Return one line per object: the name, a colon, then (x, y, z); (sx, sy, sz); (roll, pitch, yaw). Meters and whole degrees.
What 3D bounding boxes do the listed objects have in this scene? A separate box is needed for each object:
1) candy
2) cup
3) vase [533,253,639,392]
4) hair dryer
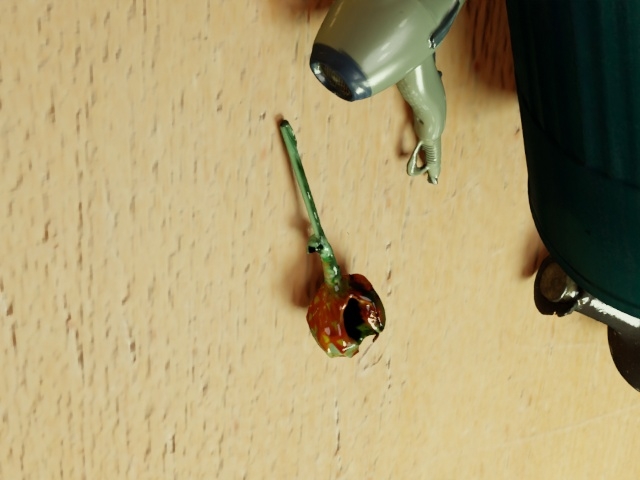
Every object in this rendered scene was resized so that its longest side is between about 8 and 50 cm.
candy: (0.000, 0.000, 0.975); (0.055, 0.049, 0.185); (-56, 141, -40)
cup: (0.245, -0.146, 0.884); (0.308, 0.242, 0.292); (-40, 144, -14)
vase: (0.241, 0.053, 1.169); (0.183, 0.120, 0.120); (19, 108, -33)
hair dryer: (0.083, -0.128, 0.937); (0.167, 0.067, 0.199); (-53, 150, -1)
